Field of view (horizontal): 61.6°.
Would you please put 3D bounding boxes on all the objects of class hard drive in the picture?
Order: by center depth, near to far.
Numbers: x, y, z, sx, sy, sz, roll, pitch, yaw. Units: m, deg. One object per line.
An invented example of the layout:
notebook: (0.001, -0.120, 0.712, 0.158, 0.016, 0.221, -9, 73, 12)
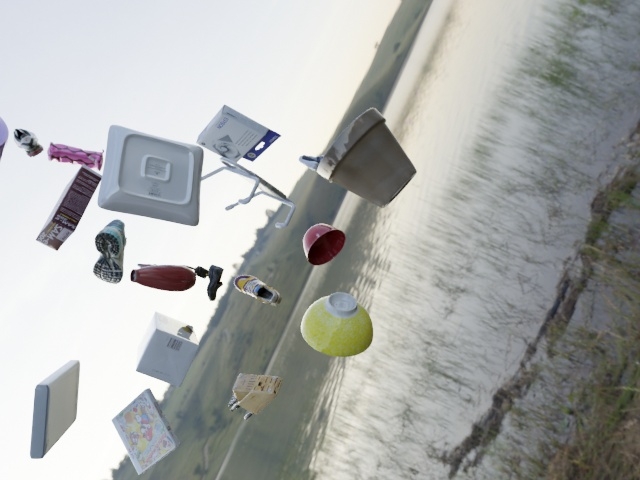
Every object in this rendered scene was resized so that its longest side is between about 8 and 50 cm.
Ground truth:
hard drive: (-0.900, 0.563, 1.840, 0.353, 0.047, 0.233, 180, 94, -81)

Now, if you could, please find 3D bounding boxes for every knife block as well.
knife block: (-0.272, 0.689, 2.323, 0.088, 0.275, 0.242, -67, -32, -47)

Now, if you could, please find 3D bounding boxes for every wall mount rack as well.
wall mount rack: (-0.259, -0.155, 1.771, 0.350, 0.304, 0.130, 34, -100, -52)

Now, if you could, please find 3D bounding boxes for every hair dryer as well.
hair dryer: (-0.476, 0.109, 1.602, 0.293, 0.223, 0.080, 32, -119, -83)

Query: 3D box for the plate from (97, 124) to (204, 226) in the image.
plate: (-0.465, -0.191, 1.516, 0.045, 0.277, 0.278, -39, 46, 51)

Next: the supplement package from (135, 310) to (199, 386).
supplement package: (-0.463, 0.319, 1.616, 0.134, 0.139, 0.244, -65, 19, -3)

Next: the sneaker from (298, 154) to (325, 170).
sneaker: (0.040, -0.365, 2.373, 0.153, 0.268, 0.101, -68, -22, 2)

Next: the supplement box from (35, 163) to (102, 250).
supplement box: (-0.747, -0.100, 1.603, 0.130, 0.073, 0.239, -35, 35, 35)

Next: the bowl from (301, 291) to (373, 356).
bowl: (0.076, 0.297, 2.092, 0.289, 0.289, 0.156, -66, -13, -58)

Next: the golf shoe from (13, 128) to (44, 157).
golf shoe: (-0.986, -0.346, 1.791, 0.067, 0.186, 0.086, -40, -45, -22)

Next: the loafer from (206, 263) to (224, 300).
loafer: (-0.446, 0.187, 2.287, 0.062, 0.061, 0.170, -63, -17, -64)

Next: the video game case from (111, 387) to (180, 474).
video game case: (-0.566, 0.614, 1.723, 0.227, 0.206, 0.026, -41, -16, 27)

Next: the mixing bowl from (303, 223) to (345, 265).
mixing bowl: (0.000, 0.000, 2.138, 0.181, 0.098, 0.181, -25, -38, -21)

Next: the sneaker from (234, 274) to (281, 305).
sneaker: (-0.223, 0.164, 1.855, 0.069, 0.185, 0.084, -66, -16, -10)

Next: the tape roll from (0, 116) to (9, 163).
tape roll: (-0.759, -0.208, 1.025, 0.090, 0.275, 0.275, -59, 3, 24)

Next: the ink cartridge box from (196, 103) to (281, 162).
ink cartridge box: (-0.283, -0.347, 1.846, 0.223, 0.224, 0.045, -31, 44, 50)

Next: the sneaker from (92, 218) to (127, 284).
sneaker: (-0.737, 0.043, 1.930, 0.122, 0.110, 0.283, -77, 10, -49)

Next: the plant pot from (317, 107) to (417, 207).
plant pot: (0.197, -0.282, 2.007, 0.323, 0.280, 0.323, -46, -7, -8)

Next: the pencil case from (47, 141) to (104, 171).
pencil case: (-0.986, -0.339, 2.162, 0.098, 0.209, 0.095, -136, 57, -62)
